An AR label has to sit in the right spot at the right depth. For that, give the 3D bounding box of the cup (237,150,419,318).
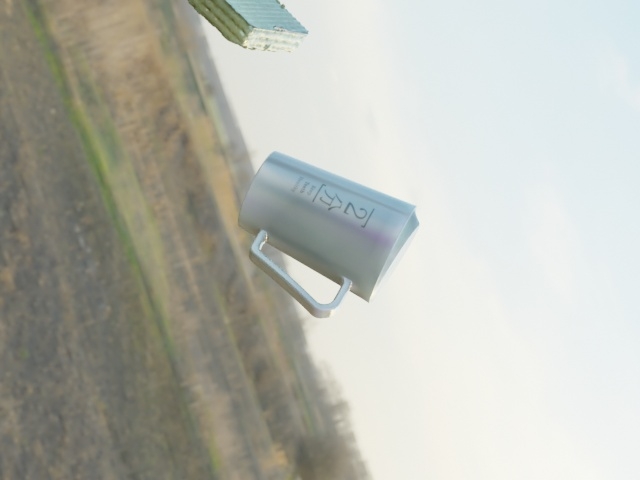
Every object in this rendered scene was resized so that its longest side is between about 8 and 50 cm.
[{"bbox_3d":[0.000,0.000,0.863,0.104,0.116,0.074,-62,173,-24],"label":"cup"}]

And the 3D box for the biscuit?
[{"bbox_3d":[-0.109,-0.252,1.172,0.199,0.040,0.121,46,20,14],"label":"biscuit"}]
